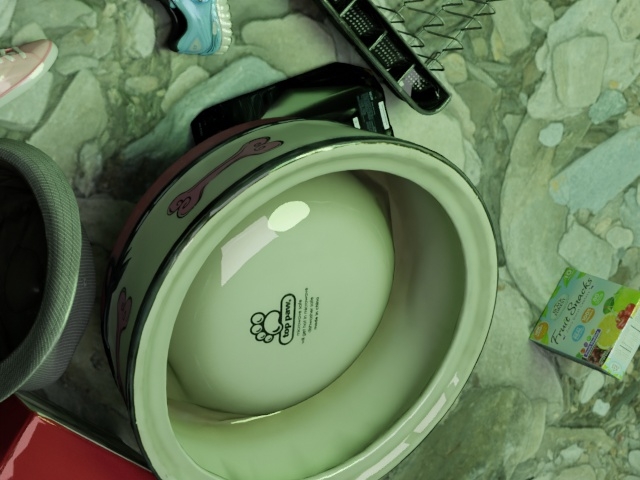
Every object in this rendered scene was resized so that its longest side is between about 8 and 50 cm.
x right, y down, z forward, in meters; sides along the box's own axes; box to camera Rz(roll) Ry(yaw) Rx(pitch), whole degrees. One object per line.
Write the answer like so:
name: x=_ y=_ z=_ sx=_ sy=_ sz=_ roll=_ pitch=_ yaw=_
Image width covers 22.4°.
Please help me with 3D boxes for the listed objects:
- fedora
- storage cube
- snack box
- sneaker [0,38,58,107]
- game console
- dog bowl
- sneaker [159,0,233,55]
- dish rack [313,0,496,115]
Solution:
fedora: x=-0.295 y=0.046 z=1.506 sx=0.124 sy=0.244 sz=0.275 roll=31 pitch=40 yaw=-56
storage cube: x=-0.282 y=0.262 z=1.568 sx=0.215 sy=0.184 sz=0.193 roll=34 pitch=83 yaw=-29
snack box: x=0.317 y=0.095 z=1.876 sx=0.037 sy=0.141 sz=0.100 roll=33 pitch=85 yaw=-30
sneaker: x=-0.317 y=-0.165 z=1.533 sx=0.134 sy=0.051 sz=0.070 roll=-38 pitch=121 yaw=-11
game console: x=0.000 y=0.000 z=1.745 sx=0.213 sy=0.044 sz=0.361 roll=-21 pitch=109 yaw=-21
dog bowl: x=-0.032 y=0.062 z=1.568 sx=0.408 sy=0.150 sz=0.408 roll=-17 pitch=124 yaw=-27
sneaker: x=-0.132 y=-0.260 z=1.607 sx=0.073 sy=0.063 sz=0.162 roll=-12 pitch=106 yaw=-22
dish rack: x=0.123 y=-0.296 z=1.729 sx=0.271 sy=0.074 sz=0.208 roll=-49 pitch=119 yaw=-11
